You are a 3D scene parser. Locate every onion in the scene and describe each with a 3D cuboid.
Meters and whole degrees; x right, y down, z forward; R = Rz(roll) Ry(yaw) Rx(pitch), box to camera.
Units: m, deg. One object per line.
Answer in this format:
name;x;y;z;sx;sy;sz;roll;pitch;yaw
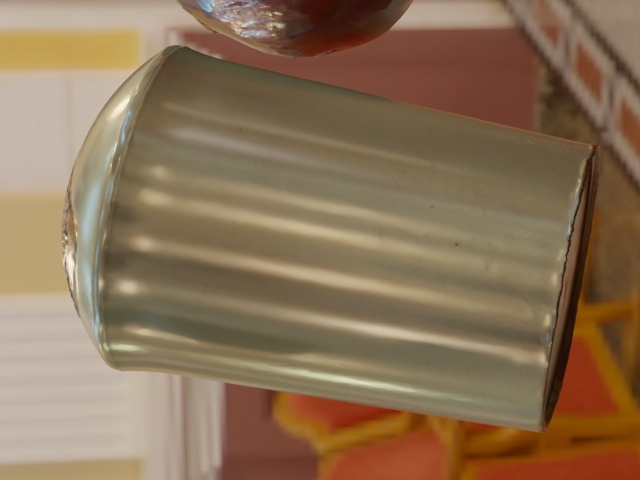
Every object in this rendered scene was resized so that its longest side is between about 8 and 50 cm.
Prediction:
onion;-0.036;-0.315;1.955;0.337;0.282;0.260;54;-167;-56

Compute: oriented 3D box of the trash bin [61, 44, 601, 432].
trash bin;0.000;0.000;1.661;0.280;0.432;0.280;11;-90;-80
